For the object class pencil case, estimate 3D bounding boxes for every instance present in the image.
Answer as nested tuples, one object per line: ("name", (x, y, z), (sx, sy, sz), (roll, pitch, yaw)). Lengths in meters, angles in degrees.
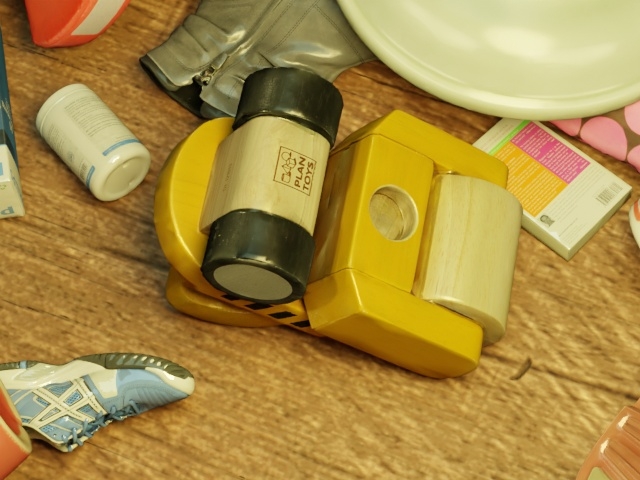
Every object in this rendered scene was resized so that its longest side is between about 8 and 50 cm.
("pencil case", (0.284, -0.120, 1.911), (0.209, 0.098, 0.095), (36, 115, 22))

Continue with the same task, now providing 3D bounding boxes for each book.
("book", (0.215, -0.058, 1.916), (0.144, 0.035, 0.096), (39, 68, 22))

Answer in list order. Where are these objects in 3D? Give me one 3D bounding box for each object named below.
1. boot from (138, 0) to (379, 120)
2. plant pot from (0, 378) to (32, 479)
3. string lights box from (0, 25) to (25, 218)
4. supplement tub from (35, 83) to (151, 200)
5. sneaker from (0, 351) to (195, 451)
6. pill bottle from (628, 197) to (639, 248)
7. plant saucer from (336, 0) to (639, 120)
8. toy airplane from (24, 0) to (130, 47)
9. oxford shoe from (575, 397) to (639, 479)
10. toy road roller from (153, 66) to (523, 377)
("boot", (0.006, -0.173, 1.970), (0.338, 0.118, 0.223), (23, 73, 25))
("plant pot", (-0.401, 0.166, 1.710), (0.243, 0.275, 0.275), (-31, 63, -4))
("string lights box", (-0.381, -0.138, 1.993), (0.133, 0.077, 0.259), (-11, 61, -2))
("supplement tub", (-0.224, -0.097, 1.959), (0.071, 0.071, 0.107), (-36, 64, -13))
("sneaker", (-0.216, 0.153, 1.825), (0.211, 0.080, 0.081), (-8, 67, 12))
("pill bottle", (0.399, -0.044, 1.783), (0.221, 0.124, 0.124), (-38, 59, 23))
("plant saucer", (0.203, -0.306, 1.888), (0.400, 0.100, 0.400), (1, 62, -2))
("toy airplane", (-0.197, -0.422, 1.949), (0.272, 0.384, 0.386), (21, 60, 31))
("oxford shoe", (0.363, 0.126, 1.710), (0.397, 0.146, 0.140), (-47, 61, -5))
("toy road roller", (0.000, 0.000, 1.838), (0.329, 0.240, 0.202), (23, 64, -24))
